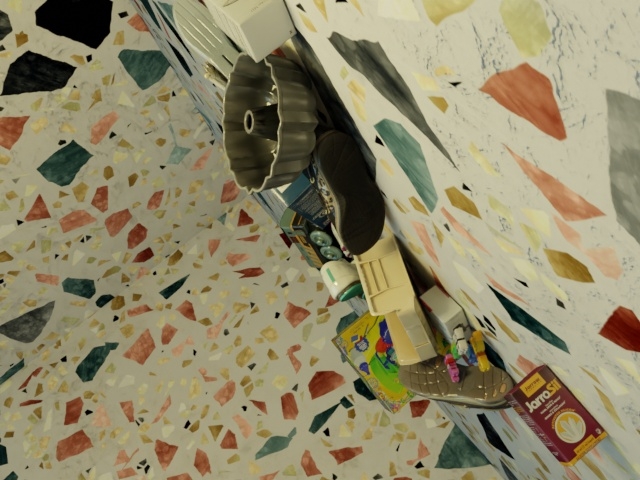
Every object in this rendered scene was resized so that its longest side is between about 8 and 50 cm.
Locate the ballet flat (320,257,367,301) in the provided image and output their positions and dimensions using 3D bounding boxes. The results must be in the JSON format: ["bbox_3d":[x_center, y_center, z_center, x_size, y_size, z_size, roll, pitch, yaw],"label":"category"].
[{"bbox_3d":[0.117,0.105,2.186,0.139,0.139,0.400,49,-163,19],"label":"ballet flat"}]

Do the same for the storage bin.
[{"bbox_3d":[0.205,0.164,1.950,0.262,0.123,0.260,60,-168,-46],"label":"storage bin"}]

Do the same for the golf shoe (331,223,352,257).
[{"bbox_3d":[0.078,-0.040,2.137,0.140,0.115,0.306,54,172,10],"label":"golf shoe"}]

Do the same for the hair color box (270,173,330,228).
[{"bbox_3d":[-0.059,-0.153,2.126,0.174,0.105,0.347,48,-174,18],"label":"hair color box"}]

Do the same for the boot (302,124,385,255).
[{"bbox_3d":[0.013,-0.160,1.817,0.284,0.138,0.377,43,165,45],"label":"boot"}]

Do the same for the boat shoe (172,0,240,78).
[{"bbox_3d":[-0.305,-0.549,2.049,0.302,0.109,0.094,50,177,-6],"label":"boat shoe"}]

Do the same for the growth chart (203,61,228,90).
[{"bbox_3d":[-0.268,-0.466,2.105,0.172,0.021,0.237,36,-161,-18],"label":"growth chart"}]

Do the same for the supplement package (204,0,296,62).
[{"bbox_3d":[-0.149,-0.464,1.464,0.179,0.105,0.105,47,171,34],"label":"supplement package"}]

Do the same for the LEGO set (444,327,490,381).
[{"bbox_3d":[0.383,0.302,1.851,0.227,0.087,0.093,84,171,-61],"label":"LEGO set"}]

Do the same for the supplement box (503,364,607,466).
[{"bbox_3d":[0.494,0.369,1.534,0.188,0.104,0.081,50,172,14],"label":"supplement box"}]

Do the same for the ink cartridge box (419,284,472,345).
[{"bbox_3d":[0.331,0.202,1.903,0.109,0.063,0.150,47,172,41],"label":"ink cartridge box"}]

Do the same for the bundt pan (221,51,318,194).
[{"bbox_3d":[-0.110,-0.270,1.657,0.331,0.124,0.331,12,104,59],"label":"bundt pan"}]

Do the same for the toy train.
[{"bbox_3d":[0.000,0.000,2.455,0.190,0.142,0.334,3,147,29],"label":"toy train"}]

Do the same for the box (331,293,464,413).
[{"bbox_3d":[0.234,0.322,2.211,0.279,0.290,0.177,51,172,4],"label":"box"}]

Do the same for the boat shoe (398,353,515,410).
[{"bbox_3d":[0.373,0.406,1.992,0.355,0.132,0.130,7,149,43],"label":"boat shoe"}]
